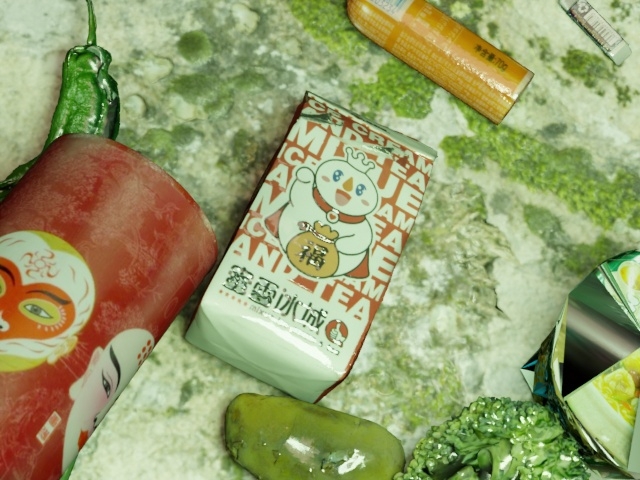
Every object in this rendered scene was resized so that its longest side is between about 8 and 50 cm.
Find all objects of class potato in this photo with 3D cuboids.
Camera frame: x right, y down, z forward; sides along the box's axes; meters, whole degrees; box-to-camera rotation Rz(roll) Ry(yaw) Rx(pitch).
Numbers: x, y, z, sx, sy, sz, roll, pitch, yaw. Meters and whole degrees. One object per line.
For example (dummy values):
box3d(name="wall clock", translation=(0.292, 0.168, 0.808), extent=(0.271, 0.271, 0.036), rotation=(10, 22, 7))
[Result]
box3d(name="potato", translation=(-0.010, 0.210, 1.486), extent=(0.188, 0.085, 0.105), rotation=(24, 73, 5))

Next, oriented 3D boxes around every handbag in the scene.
box3d(name="handbag", translation=(0.000, 0.000, 1.514), extent=(0.171, 0.151, 0.298), rotation=(28, 68, -2))

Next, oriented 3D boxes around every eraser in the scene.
box3d(name="eraser", translation=(0.307, -0.238, 1.660), extent=(0.027, 0.019, 0.099), rotation=(-43, 83, 1))

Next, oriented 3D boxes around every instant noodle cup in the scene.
box3d(name="instant noodle cup", translation=(0.320, 0.136, 1.485), extent=(0.240, 0.178, 0.240), rotation=(1, 76, -5))

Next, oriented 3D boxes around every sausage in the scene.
box3d(name="sausage", translation=(0.117, -0.216, 1.611), extent=(0.234, 0.071, 0.071), rotation=(35, 75, 3))

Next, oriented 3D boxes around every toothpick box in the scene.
box3d(name="toothpick box", translation=(-0.264, 0.085, 1.366), extent=(0.204, 0.204, 0.333), rotation=(33, 60, 3))

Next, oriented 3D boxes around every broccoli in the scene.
box3d(name="broccoli", translation=(0.166, 0.258, 1.421), extent=(0.198, 0.226, 0.176), rotation=(33, 65, 12))

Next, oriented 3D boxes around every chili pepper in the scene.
box3d(name="chili pepper", translation=(-0.271, -0.122, 1.552), extent=(0.122, 0.065, 0.279), rotation=(28, 79, -2))

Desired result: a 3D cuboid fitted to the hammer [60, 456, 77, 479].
box3d(name="hammer", translation=(-0.276, 0.255, 1.443), extent=(0.206, 0.119, 0.335), rotation=(19, 69, -2))
